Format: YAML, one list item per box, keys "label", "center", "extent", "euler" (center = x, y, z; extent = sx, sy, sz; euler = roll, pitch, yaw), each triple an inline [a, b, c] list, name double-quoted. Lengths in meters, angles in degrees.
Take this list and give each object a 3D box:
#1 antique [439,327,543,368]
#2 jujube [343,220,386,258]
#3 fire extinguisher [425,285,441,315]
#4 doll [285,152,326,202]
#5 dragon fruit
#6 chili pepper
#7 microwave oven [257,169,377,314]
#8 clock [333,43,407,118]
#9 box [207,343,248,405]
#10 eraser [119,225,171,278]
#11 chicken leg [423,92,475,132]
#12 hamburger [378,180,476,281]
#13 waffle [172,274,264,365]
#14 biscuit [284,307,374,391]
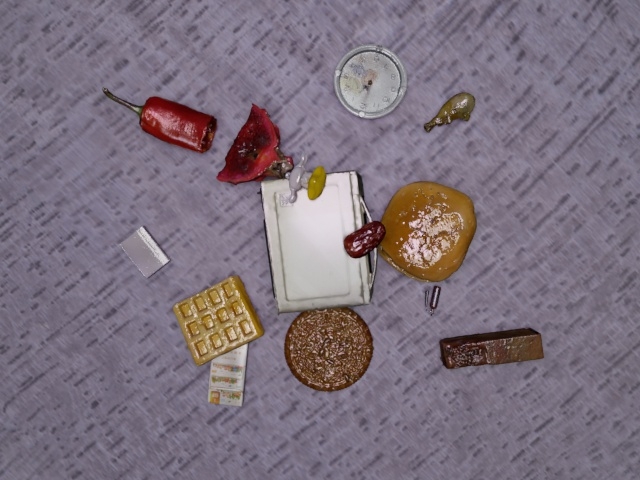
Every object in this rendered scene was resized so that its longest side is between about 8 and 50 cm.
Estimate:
- label: "antique"
  center: [0.548, 0.352, 1.621]
  extent: [0.310, 0.093, 0.087]
  euler: [-8, 93, 3]
- label: "jujube"
  center: [0.124, -0.004, 1.383]
  extent: [0.129, 0.077, 0.077]
  euler: [-37, 91, -8]
- label: "fire extinguisher"
  center: [0.365, 0.197, 1.648]
  extent: [0.046, 0.032, 0.100]
  euler: [15, 87, -10]
- label: "doll"
  center: [-0.047, -0.160, 1.385]
  extent: [0.113, 0.071, 0.135]
  euler: [40, 97, 8]
- label: "dragon fruit"
  center: [-0.178, -0.258, 1.562]
  extent: [0.212, 0.134, 0.262]
  euler: [33, 94, 27]
- label: "chili pepper"
  center: [-0.508, -0.389, 1.594]
  extent: [0.339, 0.131, 0.134]
  euler: [17, 119, -3]
- label: "microwave oven"
  center: [0.000, 0.000, 1.543]
  extent: [0.333, 0.247, 0.394]
  euler: [-6, 93, 3]
- label: "clock"
  center: [0.159, -0.507, 1.606]
  extent: [0.237, 0.053, 0.236]
  euler: [0, 94, -1]
- label: "box"
  center: [-0.311, 0.440, 1.681]
  extent: [0.122, 0.032, 0.220]
  euler: [6, 93, 2]
- label: "eraser"
  center: [-0.586, 0.038, 1.673]
  extent: [0.104, 0.023, 0.150]
  euler: [-37, 92, 3]
- label: "chicken leg"
  center: [0.415, -0.401, 1.602]
  extent: [0.178, 0.070, 0.093]
  euler: [-31, 98, 10]
- label: "hamburger"
  center: [0.331, -0.028, 1.575]
  extent: [0.284, 0.174, 0.304]
  euler: [23, 87, 12]
- label: "waffle"
  center: [-0.338, 0.263, 1.644]
  extent: [0.248, 0.055, 0.221]
  euler: [-26, 81, 2]
- label: "biscuit"
  center: [0.028, 0.358, 1.663]
  extent: [0.306, 0.038, 0.305]
  euler: [0, 93, 2]
